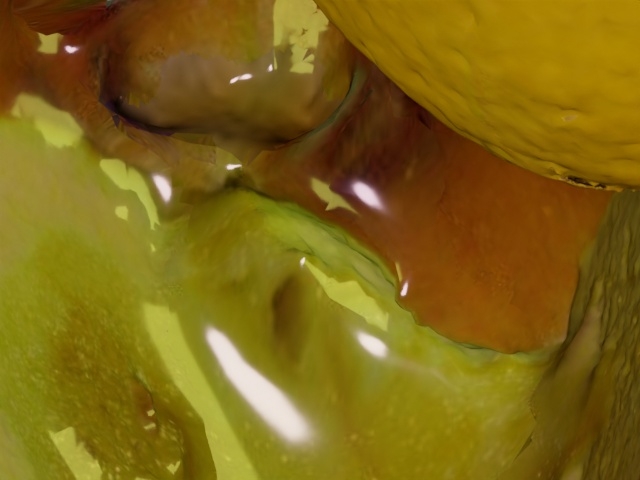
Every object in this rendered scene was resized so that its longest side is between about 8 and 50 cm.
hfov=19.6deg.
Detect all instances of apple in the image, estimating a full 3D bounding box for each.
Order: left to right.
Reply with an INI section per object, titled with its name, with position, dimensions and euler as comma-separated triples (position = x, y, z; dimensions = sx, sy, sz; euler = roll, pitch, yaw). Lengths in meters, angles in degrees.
[apple]
position = 0.000, 0.000, 0.831
dimensions = 0.374, 0.374, 0.384
euler = 105, 163, -51

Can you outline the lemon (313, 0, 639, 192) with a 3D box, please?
[lemon]
position = 0.104, -0.181, 0.583
dimensions = 0.336, 0.336, 0.336
euler = 44, 145, 43
